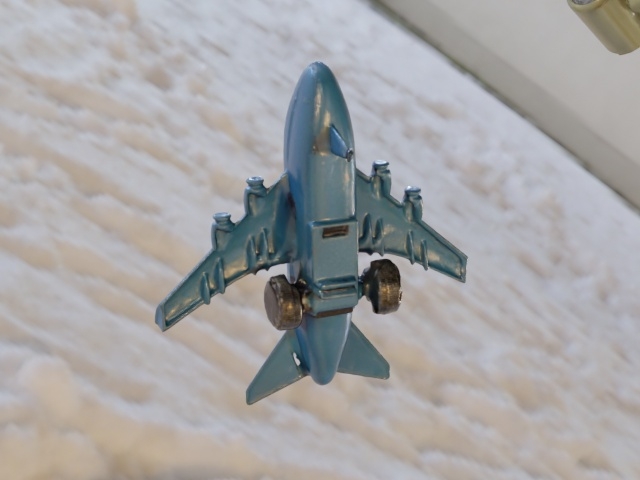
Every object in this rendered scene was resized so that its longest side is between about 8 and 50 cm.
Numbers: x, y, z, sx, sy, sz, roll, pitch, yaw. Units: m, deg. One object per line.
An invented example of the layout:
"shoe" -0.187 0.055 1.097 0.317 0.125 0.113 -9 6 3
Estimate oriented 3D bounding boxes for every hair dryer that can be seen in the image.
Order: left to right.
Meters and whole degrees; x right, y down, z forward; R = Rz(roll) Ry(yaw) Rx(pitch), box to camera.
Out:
"hair dryer" 0.234 -0.163 1.002 0.124 0.038 0.063 -7 -30 36

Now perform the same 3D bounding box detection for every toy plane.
"toy plane" 0.000 0.000 1.123 0.254 0.271 0.105 -9 34 -18
